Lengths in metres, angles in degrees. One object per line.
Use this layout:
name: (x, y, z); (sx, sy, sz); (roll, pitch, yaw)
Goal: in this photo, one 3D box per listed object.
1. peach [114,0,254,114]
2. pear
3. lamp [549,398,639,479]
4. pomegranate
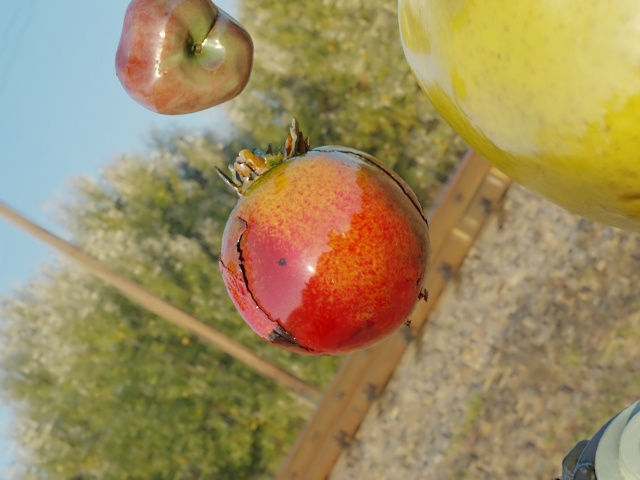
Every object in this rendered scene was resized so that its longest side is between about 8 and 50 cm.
peach: (-0.156, -0.215, 1.493); (0.152, 0.152, 0.152); (-61, -1, -2)
pear: (0.213, -0.108, 0.919); (0.386, 0.340, 0.191); (11, 83, 47)
lamp: (0.342, 0.257, 1.137); (0.205, 0.374, 0.272); (-44, -35, -23)
pomegranate: (0.000, 0.000, 1.328); (0.210, 0.235, 0.210); (-32, -8, -5)
